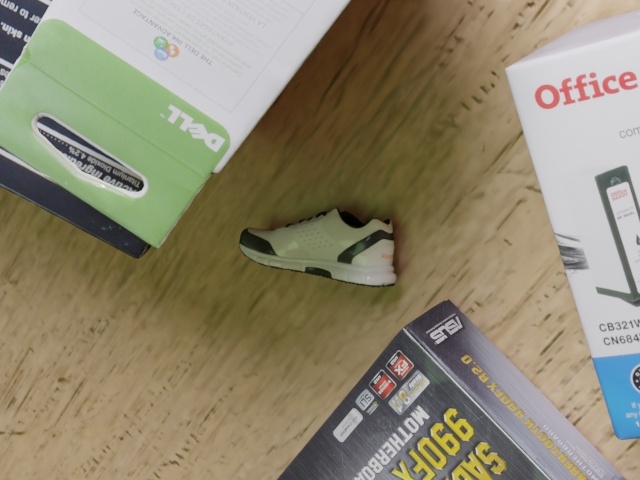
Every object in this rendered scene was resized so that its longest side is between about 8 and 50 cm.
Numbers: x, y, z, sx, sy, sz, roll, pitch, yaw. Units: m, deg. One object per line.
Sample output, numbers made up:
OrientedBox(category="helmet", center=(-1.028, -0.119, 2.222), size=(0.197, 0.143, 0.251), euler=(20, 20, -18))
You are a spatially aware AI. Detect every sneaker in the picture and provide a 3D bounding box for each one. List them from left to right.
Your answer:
OrientedBox(category="sneaker", center=(0.000, 0.000, 0.969), size=(0.109, 0.040, 0.043), euler=(9, 96, 29))

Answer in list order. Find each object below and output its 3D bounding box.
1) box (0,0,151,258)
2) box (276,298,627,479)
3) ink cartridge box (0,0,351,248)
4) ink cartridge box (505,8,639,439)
OrientedBox(category="box", center=(-0.146, -0.202, 0.845), size=(0.296, 0.182, 0.294), euler=(29, 124, -4))
OrientedBox(category="box", center=(0.067, 0.177, 0.973), size=(0.183, 0.056, 0.231), euler=(47, 128, 12))
OrientedBox(category="ink cartridge box", center=(-0.060, -0.105, 0.737), size=(0.109, 0.062, 0.209), euler=(33, 125, -10))
OrientedBox(category="ink cartridge box", center=(0.195, -0.016, 0.789), size=(0.148, 0.086, 0.203), euler=(-13, 101, 38))
